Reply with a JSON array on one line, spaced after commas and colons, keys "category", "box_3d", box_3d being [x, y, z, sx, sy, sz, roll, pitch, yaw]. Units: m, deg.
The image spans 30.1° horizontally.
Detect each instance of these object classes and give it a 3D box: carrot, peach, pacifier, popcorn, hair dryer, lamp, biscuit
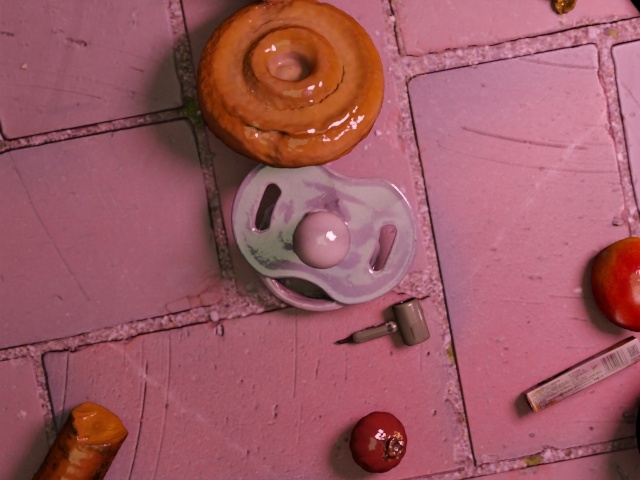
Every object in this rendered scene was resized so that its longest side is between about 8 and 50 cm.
[{"category": "carrot", "box_3d": [-0.418, 0.412, 1.907, 0.114, 0.114, 0.301, 28, 92, -2]}, {"category": "peach", "box_3d": [0.493, 0.070, 1.897, 0.151, 0.151, 0.118, 47, 48, -3]}, {"category": "pacifier", "box_3d": [0.000, 0.000, 1.824, 0.299, 0.233, 0.244, 19, 96, 0]}, {"category": "popcorn", "box_3d": [0.388, -0.402, 1.890, 0.068, 0.059, 0.083, -6, 102, 0]}, {"category": "hair dryer", "box_3d": [0.097, 0.147, 1.930, 0.150, 0.047, 0.071, -18, 94, 7]}, {"category": "lamp", "box_3d": [0.094, 0.325, 1.915, 0.101, 0.090, 0.101, -7, 102, -35]}, {"category": "biscuit", "box_3d": [-0.045, -0.251, 1.829, 0.296, 0.102, 0.296, 2, 65, -3]}]

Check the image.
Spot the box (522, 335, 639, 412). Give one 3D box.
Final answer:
[{"category": "box", "box_3d": [0.427, 0.217, 1.929, 0.207, 0.050, 0.041, -28, 90, 1]}]

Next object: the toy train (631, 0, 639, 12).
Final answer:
[{"category": "toy train", "box_3d": [0.525, -0.389, 1.898, 0.042, 0.044, 0.209, -38, 93, 0]}]

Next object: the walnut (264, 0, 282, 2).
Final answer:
[{"category": "walnut", "box_3d": [-0.063, -0.460, 1.825, 0.165, 0.165, 0.197, 39, 56, -2]}]

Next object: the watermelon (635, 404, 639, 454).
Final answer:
[{"category": "watermelon", "box_3d": [0.621, 0.297, 1.835, 0.269, 0.269, 0.269, 0, 93, 0]}]
